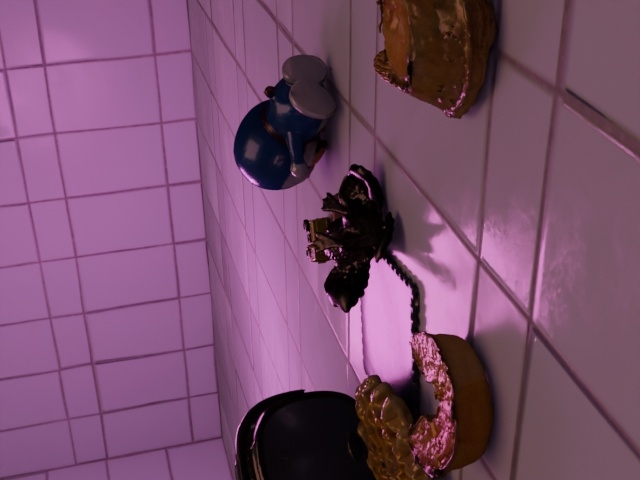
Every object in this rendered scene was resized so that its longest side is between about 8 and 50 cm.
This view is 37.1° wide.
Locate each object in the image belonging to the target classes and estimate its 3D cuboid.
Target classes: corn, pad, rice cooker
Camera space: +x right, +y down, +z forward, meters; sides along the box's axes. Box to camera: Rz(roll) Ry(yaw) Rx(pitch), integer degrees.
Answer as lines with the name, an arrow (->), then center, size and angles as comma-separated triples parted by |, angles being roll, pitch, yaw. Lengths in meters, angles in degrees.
corn -> 0.094, -0.219, 1.222 | 0.092, 0.037, 0.037 | -128, 32, -60
pad -> 0.102, 0.142, 1.464 | 0.269, 0.012, 0.269 | -131, 35, -66
rice cooker -> -0.029, 0.389, 1.656 | 0.224, 0.267, 0.267 | 123, 138, -64

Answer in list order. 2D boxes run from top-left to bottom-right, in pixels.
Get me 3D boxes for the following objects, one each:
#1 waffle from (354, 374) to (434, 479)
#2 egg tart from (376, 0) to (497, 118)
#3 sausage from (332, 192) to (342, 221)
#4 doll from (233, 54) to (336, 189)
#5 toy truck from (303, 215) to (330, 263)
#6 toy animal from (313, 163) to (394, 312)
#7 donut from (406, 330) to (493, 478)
waffle -> 0.111, 0.317, 1.400 | 0.261, 0.056, 0.250 | 141, 114, -79
egg tart -> 0.116, -0.231, 1.023 | 0.212, 0.090, 0.212 | 173, 90, -81
sausage -> 0.034, -0.024, 1.621 | 0.026, 0.026, 0.116 | -149, 53, -73
doll -> -0.050, -0.199, 1.649 | 0.257, 0.161, 0.215 | 131, 145, -52
toy truck -> 0.000, 0.000, 1.726 | 0.054, 0.049, 0.083 | 171, 92, -76
toy animal -> 0.058, 0.002, 1.421 | 0.179, 0.116, 0.218 | 39, -124, -79
donut -> 0.156, 0.199, 1.143 | 0.146, 0.078, 0.181 | -144, 54, -71
